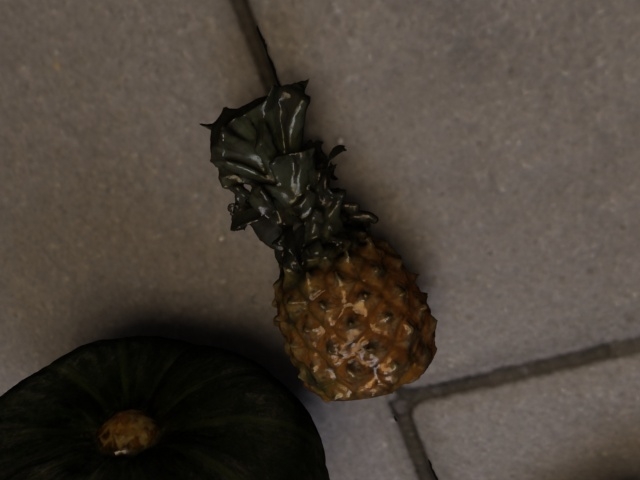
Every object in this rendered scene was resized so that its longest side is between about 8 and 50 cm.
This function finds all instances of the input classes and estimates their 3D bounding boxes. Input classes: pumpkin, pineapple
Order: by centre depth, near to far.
[{"bbox_3d":[0.000,0.000,0.526,0.128,0.128,0.248,-21,100,16],"label":"pineapple"},{"bbox_3d":[-0.142,0.214,0.529,0.300,0.300,0.207,12,123,6],"label":"pumpkin"}]
